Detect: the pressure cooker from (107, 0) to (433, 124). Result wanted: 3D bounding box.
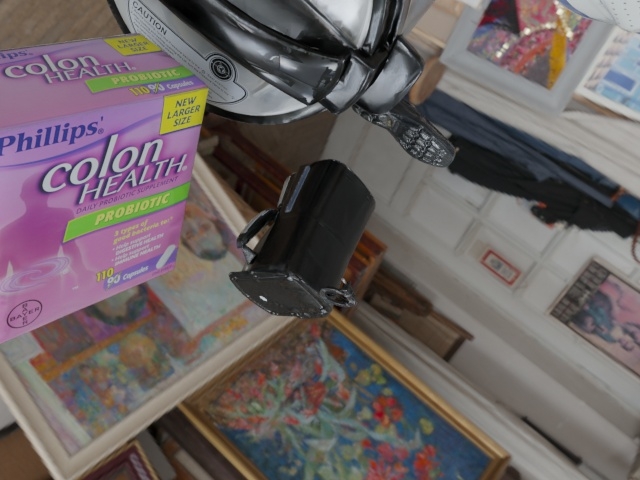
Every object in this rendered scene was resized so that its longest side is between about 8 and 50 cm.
[{"bbox_3d":[-0.050,-0.345,0.753,0.420,0.370,0.375,-58,147,-46],"label":"pressure cooker"}]

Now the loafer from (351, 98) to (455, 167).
[{"bbox_3d":[0.160,-0.221,1.213,0.078,0.223,0.076,-48,173,-37],"label":"loafer"}]

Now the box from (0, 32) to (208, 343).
[{"bbox_3d":[-0.243,-0.054,0.635,0.214,0.117,0.242,-25,145,-44],"label":"box"}]

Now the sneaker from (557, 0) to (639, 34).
[{"bbox_3d":[0.174,-0.133,0.213,0.127,0.182,0.316,-55,152,10],"label":"sneaker"}]

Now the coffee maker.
[{"bbox_3d":[0.000,0.000,0.809,0.178,0.171,0.120,-65,152,-28],"label":"coffee maker"}]
